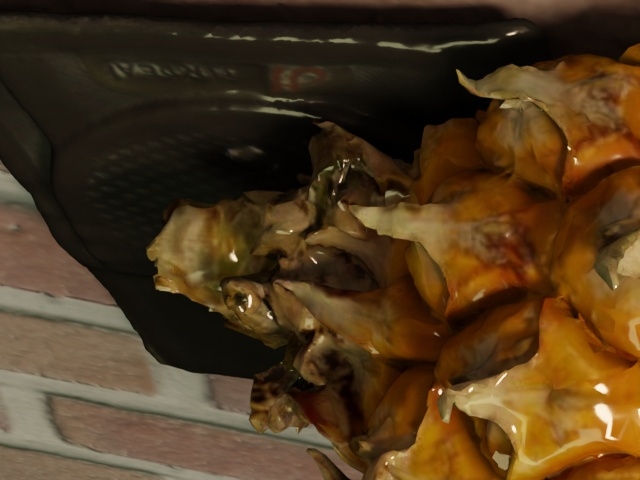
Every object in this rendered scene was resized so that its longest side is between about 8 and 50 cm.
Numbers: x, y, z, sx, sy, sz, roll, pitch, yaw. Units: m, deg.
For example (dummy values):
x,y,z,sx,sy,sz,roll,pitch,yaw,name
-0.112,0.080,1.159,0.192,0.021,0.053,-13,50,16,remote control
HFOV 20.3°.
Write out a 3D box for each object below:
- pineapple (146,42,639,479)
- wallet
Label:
x,y,z,sx,sy,sz,roll,pitch,yaw,name
0.069,0.092,0.582,0.286,0.209,0.344,10,141,0,pineapple
0.000,0.000,0.718,0.247,0.041,0.323,5,157,18,wallet
